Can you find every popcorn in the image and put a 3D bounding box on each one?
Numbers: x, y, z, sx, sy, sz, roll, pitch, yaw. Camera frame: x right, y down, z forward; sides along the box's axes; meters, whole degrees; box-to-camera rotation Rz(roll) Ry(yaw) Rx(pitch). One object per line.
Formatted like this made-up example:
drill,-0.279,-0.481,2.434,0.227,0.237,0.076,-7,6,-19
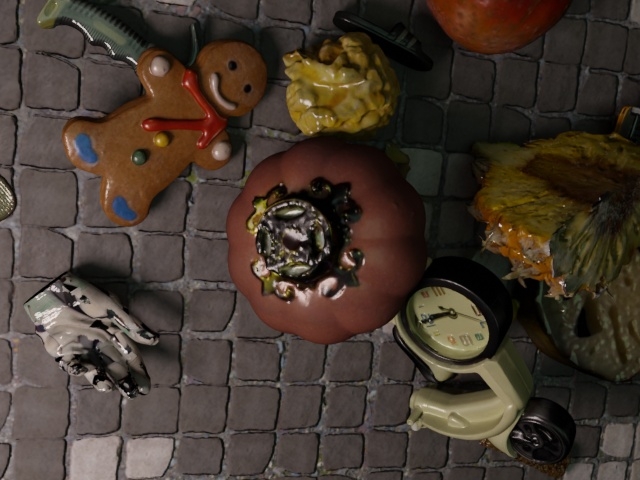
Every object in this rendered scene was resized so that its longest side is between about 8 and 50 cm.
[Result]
popcorn,0.030,-0.230,1.041,0.180,0.180,0.170,-38,140,-7

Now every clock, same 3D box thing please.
clock,0.224,0.201,1.120,0.120,0.276,0.379,-40,108,-46

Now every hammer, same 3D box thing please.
hammer,-0.284,-0.280,0.990,0.226,0.041,0.158,29,90,-18

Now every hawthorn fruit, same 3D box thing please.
hawthorn fruit,0.280,-0.416,1.037,0.231,0.263,0.235,-33,80,-30

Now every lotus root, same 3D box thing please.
lotus root,0.541,0.067,1.257,0.390,0.111,0.375,-16,102,-9

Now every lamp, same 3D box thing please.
lamp,0.000,0.000,0.991,0.305,0.239,0.305,0,90,20

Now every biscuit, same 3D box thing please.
biscuit,-0.205,-0.176,0.996,0.324,0.049,0.205,-39,126,-16
biscuit,0.389,0.392,1.305,0.199,0.034,0.064,27,90,-19

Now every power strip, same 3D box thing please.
power strip,0.244,0.076,1.201,0.030,0.047,0.191,29,91,-13

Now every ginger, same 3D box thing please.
ginger,0.123,-0.095,1.140,0.057,0.044,0.137,-13,105,-32

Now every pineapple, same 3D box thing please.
pineapple,0.364,-0.040,1.129,0.344,0.286,0.209,-29,126,-25

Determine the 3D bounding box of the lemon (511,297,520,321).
lemon,0.315,0.126,1.222,0.083,0.062,0.062,-24,106,3

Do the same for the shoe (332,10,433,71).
shoe,0.108,-0.326,1.082,0.179,0.071,0.049,24,89,-14

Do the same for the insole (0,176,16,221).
insole,-0.525,-0.132,0.966,0.086,0.005,0.253,-38,108,-6

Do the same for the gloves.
gloves,-0.331,0.147,1.021,0.127,0.111,0.212,-45,107,-30

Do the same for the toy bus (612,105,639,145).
toy bus,0.588,-0.197,1.238,0.162,0.074,0.069,8,105,-19
